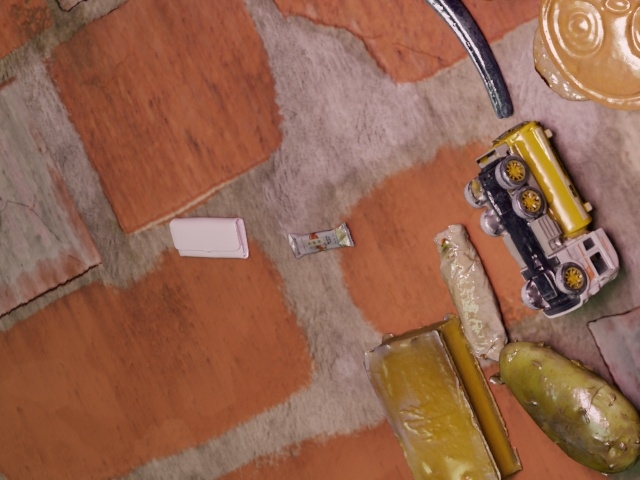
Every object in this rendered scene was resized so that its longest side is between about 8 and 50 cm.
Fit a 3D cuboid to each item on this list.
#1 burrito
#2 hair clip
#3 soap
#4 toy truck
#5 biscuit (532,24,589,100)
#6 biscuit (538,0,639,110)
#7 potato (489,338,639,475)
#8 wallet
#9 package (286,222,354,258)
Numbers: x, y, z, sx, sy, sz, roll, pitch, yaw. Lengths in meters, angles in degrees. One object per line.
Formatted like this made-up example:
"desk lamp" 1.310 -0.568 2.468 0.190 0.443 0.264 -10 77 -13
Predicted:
"burrito" 0.192 0.070 2.082 0.058 0.045 0.188 -17 98 45
"hair clip" 0.156 -0.268 1.990 0.083 0.048 0.275 -41 82 34
"soap" 0.158 0.225 2.143 0.135 0.076 0.233 -21 92 37
"toy truck" 0.269 -0.029 1.950 0.227 0.114 0.098 62 150 2
"biscuit" 0.303 -0.222 1.918 0.120 0.015 0.120 12 112 32
"biscuit" 0.343 -0.291 1.840 0.202 0.044 0.289 9 109 31
"potato" 0.309 0.202 2.016 0.225 0.090 0.117 38 131 28
"wallet" -0.159 -0.004 2.322 0.122 0.025 0.061 1 113 35
"package" 0.000 0.000 2.214 0.110 0.015 0.037 -12 104 39
